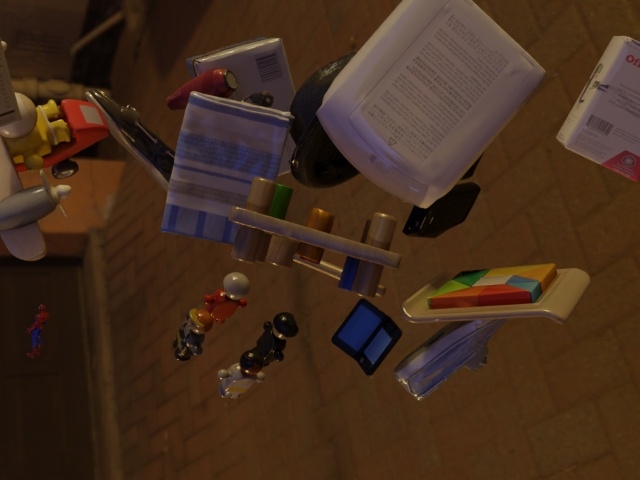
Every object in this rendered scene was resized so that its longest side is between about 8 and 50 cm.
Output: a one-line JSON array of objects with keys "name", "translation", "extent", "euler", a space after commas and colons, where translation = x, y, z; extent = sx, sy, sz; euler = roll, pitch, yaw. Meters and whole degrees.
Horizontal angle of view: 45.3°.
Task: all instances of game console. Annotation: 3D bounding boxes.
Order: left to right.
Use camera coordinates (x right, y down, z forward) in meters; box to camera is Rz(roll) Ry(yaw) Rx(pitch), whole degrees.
[{"name": "game console", "translation": [0.097, 0.205, 1.626], "extent": [0.122, 0.071, 0.107], "euler": [-55, 30, 9]}, {"name": "game console", "translation": [0.322, -0.158, 1.758], "extent": [0.044, 0.213, 0.361], "euler": [41, 123, 29]}]

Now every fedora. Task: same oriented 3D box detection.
[{"name": "fedora", "translation": [0.044, -0.269, 1.587], "extent": [0.152, 0.334, 0.334], "euler": [49, 135, 26]}]

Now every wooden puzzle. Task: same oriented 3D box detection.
[{"name": "wooden puzzle", "translation": [0.267, 0.074, 1.159], "extent": [0.238, 0.221, 0.044], "euler": [-1, 102, 30]}]

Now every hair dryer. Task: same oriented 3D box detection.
[{"name": "hair dryer", "translation": [-0.268, -0.308, 1.834], "extent": [0.293, 0.080, 0.224], "euler": [31, 86, 37]}]

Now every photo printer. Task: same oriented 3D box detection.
[{"name": "photo printer", "translation": [0.164, -0.223, 1.208], "extent": [0.307, 0.256, 0.107], "euler": [-50, 6, -1]}]

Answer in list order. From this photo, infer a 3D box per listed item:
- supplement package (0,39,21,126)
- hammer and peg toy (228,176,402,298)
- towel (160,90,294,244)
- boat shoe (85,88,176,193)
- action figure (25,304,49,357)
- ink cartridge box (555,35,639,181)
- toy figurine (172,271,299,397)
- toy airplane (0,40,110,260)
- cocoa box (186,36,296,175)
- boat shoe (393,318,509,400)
[{"name": "supplement package", "translation": [-0.591, -0.217, 1.054], "extent": [0.261, 0.204, 0.145], "euler": [11, 120, 31]}, {"name": "hammer and peg toy", "translation": [0.000, 0.000, 1.244], "extent": [0.361, 0.265, 0.127], "euler": [57, -130, -88]}, {"name": "towel", "translation": [-0.181, -0.132, 1.487], "extent": [0.034, 0.209, 0.285], "euler": [-135, 58, -70]}, {"name": "boat shoe", "translation": [-0.445, -0.259, 1.923], "extent": [0.335, 0.095, 0.112], "euler": [50, 164, -16]}, {"name": "action figure", "translation": [-0.596, 0.188, 1.615], "extent": [0.030, 0.038, 0.115], "euler": [24, 106, 17]}, {"name": "ink cartridge box", "translation": [0.561, -0.244, 1.411], "extent": [0.092, 0.158, 0.218], "euler": [-76, 12, -71]}, {"name": "toy figurine", "translation": [-0.173, 0.193, 1.573], "extent": [0.213, 0.209, 0.148], "euler": [42, 126, 4]}, {"name": "toy airplane", "translation": [-0.635, -0.198, 1.478], "extent": [0.272, 0.386, 0.384], "euler": [-33, 33, 53]}, {"name": "cocoa box", "translation": [-0.193, -0.350, 2.068], "extent": [0.228, 0.231, 0.347], "euler": [-138, 31, -67]}, {"name": "boat shoe", "translation": [0.229, 0.179, 1.253], "extent": [0.081, 0.227, 0.079], "euler": [53, -172, -3]}]
